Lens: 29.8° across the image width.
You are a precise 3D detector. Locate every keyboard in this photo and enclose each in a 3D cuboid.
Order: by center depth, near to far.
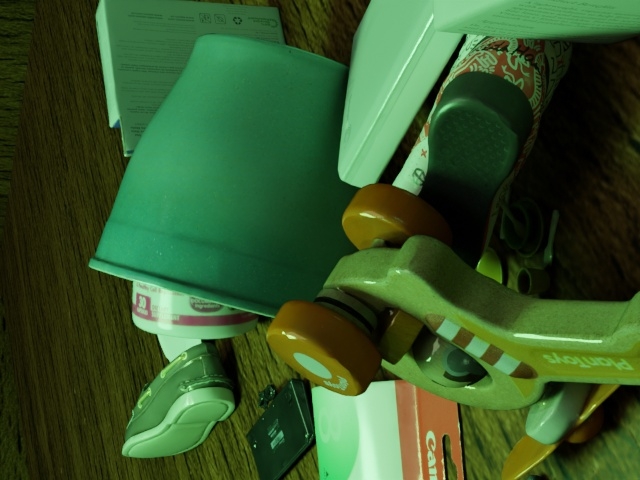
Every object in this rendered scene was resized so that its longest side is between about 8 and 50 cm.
[{"bbox_3d":[-0.049,0.223,1.450,0.180,0.023,0.108,-55,48,52],"label":"keyboard"}]

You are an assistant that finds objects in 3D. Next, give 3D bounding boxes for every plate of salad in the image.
[{"bbox_3d":[-0.204,0.113,1.774,0.200,0.048,0.200,40,136,54],"label":"plate of salad"}]

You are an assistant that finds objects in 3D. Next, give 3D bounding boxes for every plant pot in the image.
[{"bbox_3d":[-0.070,-0.064,1.214,0.271,0.271,0.255,10,86,66],"label":"plant pot"}]

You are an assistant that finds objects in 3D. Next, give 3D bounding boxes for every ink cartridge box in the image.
[{"bbox_3d":[0.062,0.224,1.154,0.224,0.056,0.181,156,111,-67],"label":"ink cartridge box"},{"bbox_3d":[-0.137,-0.178,1.389,0.045,0.223,0.224,124,140,-53],"label":"ink cartridge box"}]

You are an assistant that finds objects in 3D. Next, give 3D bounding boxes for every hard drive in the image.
[{"bbox_3d":[0.091,-0.213,1.014,0.307,0.040,0.203,120,162,-49],"label":"hard drive"}]

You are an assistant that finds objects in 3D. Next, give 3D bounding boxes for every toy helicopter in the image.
[{"bbox_3d":[0.145,0.079,0.808,0.355,0.235,0.140,-4,48,56],"label":"toy helicopter"}]

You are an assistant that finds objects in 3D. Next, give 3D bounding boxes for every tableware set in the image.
[{"bbox_3d":[0.142,0.006,0.996,0.154,0.024,0.104,-145,57,-62],"label":"tableware set"}]

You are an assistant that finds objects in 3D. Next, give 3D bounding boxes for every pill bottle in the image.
[{"bbox_3d":[-0.151,-0.031,1.501,0.160,0.160,0.283,-159,70,-65],"label":"pill bottle"}]

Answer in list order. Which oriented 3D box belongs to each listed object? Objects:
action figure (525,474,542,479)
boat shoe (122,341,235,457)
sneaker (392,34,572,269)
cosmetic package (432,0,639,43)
[{"bbox_3d":[0.164,0.351,0.865,0.341,0.178,0.330,-7,90,37],"label":"action figure"},{"bbox_3d":[-0.208,0.237,1.717,0.305,0.109,0.091,-43,51,52],"label":"boat shoe"},{"bbox_3d":[0.117,-0.068,0.944,0.145,0.090,0.270,-59,-6,-34],"label":"sneaker"},{"bbox_3d":[0.175,-0.216,0.750,0.183,0.151,0.151,175,95,-66],"label":"cosmetic package"}]
